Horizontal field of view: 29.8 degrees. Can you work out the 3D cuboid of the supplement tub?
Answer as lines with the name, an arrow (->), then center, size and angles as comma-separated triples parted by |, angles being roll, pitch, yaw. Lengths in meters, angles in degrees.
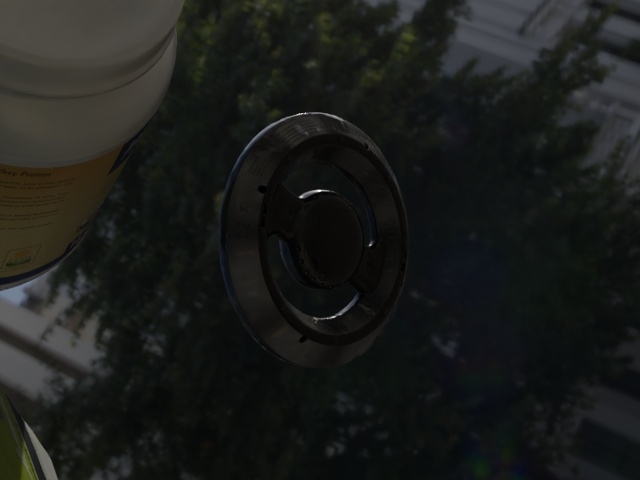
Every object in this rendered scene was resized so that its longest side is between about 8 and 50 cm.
supplement tub -> -0.240, -0.120, 0.897 | 0.228, 0.228, 0.316 | -49, 1, -38

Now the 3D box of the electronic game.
electronic game -> 0.000, 0.000, 1.078 | 0.229, 0.048, 0.229 | 2, -93, -44

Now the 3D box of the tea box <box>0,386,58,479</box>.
tea box -> -0.241, 0.228, 0.636 | 0.220, 0.329, 0.323 | -22, -33, -10
